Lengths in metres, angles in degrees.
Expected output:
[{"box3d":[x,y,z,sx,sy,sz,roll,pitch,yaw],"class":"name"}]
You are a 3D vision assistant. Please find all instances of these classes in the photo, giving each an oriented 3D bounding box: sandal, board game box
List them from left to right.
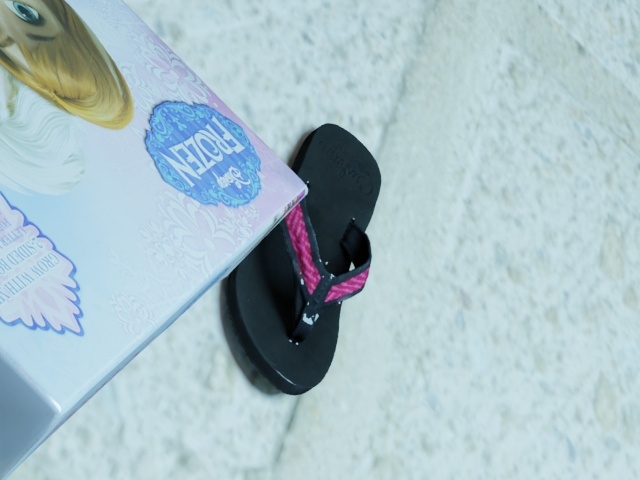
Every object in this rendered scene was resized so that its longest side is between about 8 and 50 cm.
[{"box3d":[-0.169,-0.077,0.712,0.318,0.066,0.319,45,19,-1],"class":"board game box"},{"box3d":[0.000,0.000,0.980,0.067,0.040,0.179,40,44,-21],"class":"sandal"}]
